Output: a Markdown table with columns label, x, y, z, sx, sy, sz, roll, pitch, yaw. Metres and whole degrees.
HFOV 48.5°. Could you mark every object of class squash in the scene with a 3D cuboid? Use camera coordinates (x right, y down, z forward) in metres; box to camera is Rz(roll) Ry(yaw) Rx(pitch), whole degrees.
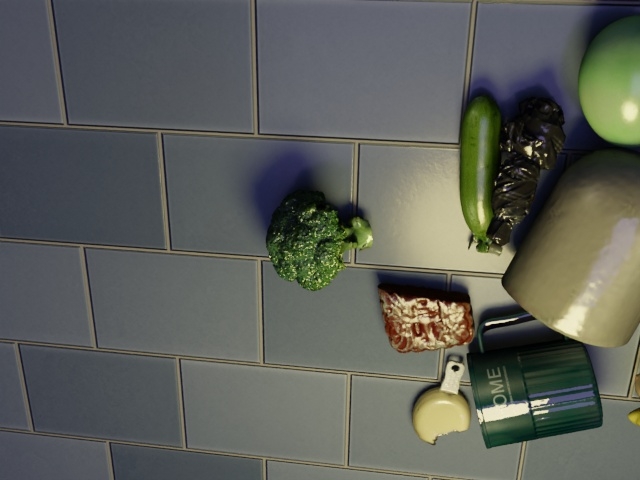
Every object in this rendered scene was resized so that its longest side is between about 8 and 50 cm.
| label | x | y | z | sx | sy | sz | roll | pitch | yaw |
| --- | --- | --- | --- | --- | --- | --- | --- | --- | --- |
| squash | 0.376 | -0.151 | 1.664 | 0.101 | 0.101 | 0.379 | -3 | 112 | 10 |

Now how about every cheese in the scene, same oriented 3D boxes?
| label | x | y | z | sx | sy | sz | roll | pitch | yaw |
| --- | --- | --- | --- | --- | --- | --- | --- | --- | --- |
| cheese | 0.323 | 0.438 | 1.939 | 0.163 | 0.071 | 0.249 | -7 | 112 | 11 |

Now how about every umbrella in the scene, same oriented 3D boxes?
| label | x | y | z | sx | sy | sz | roll | pitch | yaw |
| --- | --- | --- | --- | --- | --- | --- | --- | --- | --- |
| umbrella | 0.452 | -0.152 | 1.592 | 0.154 | 0.128 | 0.337 | 11 | 94 | -42 |

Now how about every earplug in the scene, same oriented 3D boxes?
| label | x | y | z | sx | sy | sz | roll | pitch | yaw |
| --- | --- | --- | --- | --- | --- | --- | --- | --- | --- |
| earplug | 0.624 | -0.007 | 1.573 | 0.312 | 0.313 | 0.394 | 20 | 113 | 0 |

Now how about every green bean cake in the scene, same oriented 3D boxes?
| label | x | y | z | sx | sy | sz | roll | pitch | yaw |
| --- | --- | --- | --- | --- | --- | --- | --- | --- | --- |
| green bean cake | 0.274 | 0.189 | 1.826 | 0.232 | 0.097 | 0.199 | -6 | 112 | 12 |

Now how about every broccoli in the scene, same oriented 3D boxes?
| label | x | y | z | sx | sy | sz | roll | pitch | yaw |
| --- | --- | --- | --- | --- | --- | --- | --- | --- | --- |
| broccoli | 0.000 | 0.000 | 1.727 | 0.270 | 0.270 | 0.270 | -5 | 116 | -22 |

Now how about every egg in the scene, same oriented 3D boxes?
| label | x | y | z | sx | sy | sz | roll | pitch | yaw |
| --- | --- | --- | --- | --- | --- | --- | --- | --- | --- |
| egg | 0.652 | -0.328 | 1.476 | 0.220 | 0.220 | 0.270 | -3 | 116 | 10 |

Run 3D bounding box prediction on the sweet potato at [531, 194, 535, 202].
| label | x | y | z | sx | sy | sz | roll | pitch | yaw |
| --- | --- | --- | --- | --- | --- | --- | --- | --- | --- |
| sweet potato | 0.483 | -0.112 | 1.689 | 0.053 | 0.054 | 0.182 | 14 | 112 | -7 |

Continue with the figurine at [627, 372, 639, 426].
| label | x | y | z | sx | sy | sz | roll | pitch | yaw |
| --- | --- | --- | --- | --- | --- | --- | --- | --- | --- |
| figurine | 0.913 | 0.305 | 1.637 | 0.266 | 0.361 | 0.378 | -14 | 110 | -26 |

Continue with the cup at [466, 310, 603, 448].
| label | x | y | z | sx | sy | sz | roll | pitch | yaw |
| --- | --- | --- | --- | --- | --- | --- | --- | --- | --- |
| cup | 0.536 | 0.355 | 1.808 | 0.292 | 0.308 | 0.242 | -12 | 143 | 13 |

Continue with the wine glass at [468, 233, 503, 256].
| label | x | y | z | sx | sy | sz | roll | pitch | yaw |
| --- | --- | --- | --- | --- | --- | --- | --- | --- | --- |
| wine glass | 0.410 | 0.016 | 1.762 | 0.083 | 0.042 | 0.039 | 18 | 144 | -1 |
